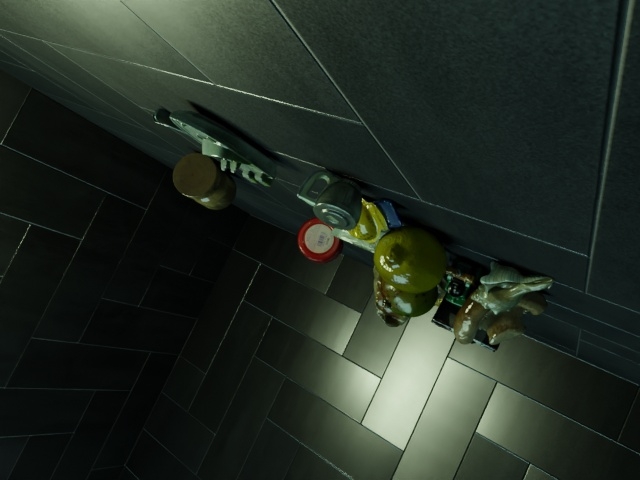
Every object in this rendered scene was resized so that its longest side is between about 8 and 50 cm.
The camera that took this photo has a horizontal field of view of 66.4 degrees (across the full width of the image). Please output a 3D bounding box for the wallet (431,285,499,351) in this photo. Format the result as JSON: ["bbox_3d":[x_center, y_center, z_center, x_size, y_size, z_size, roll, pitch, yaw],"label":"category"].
[{"bbox_3d":[0.509,0.228,1.611,0.221,0.262,0.071,26,135,18],"label":"wallet"}]

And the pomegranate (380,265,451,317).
[{"bbox_3d":[0.308,0.138,1.576,0.198,0.246,0.198,45,-153,-31],"label":"pomegranate"}]

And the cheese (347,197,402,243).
[{"bbox_3d":[0.122,-0.060,1.264,0.250,0.064,0.156,0,121,60],"label":"cheese"}]

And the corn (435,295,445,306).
[{"bbox_3d":[0.495,0.208,2.047,0.387,0.144,0.144,21,174,25],"label":"corn"}]

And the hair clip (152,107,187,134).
[{"bbox_3d":[-0.381,-0.317,1.442,0.229,0.039,0.070,26,175,-23],"label":"hair clip"}]

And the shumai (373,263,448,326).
[{"bbox_3d":[0.281,0.173,1.824,0.314,0.262,0.267,35,169,39],"label":"shumai"}]

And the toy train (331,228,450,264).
[{"bbox_3d":[0.204,0.005,1.541,0.407,0.088,0.086,23,-165,35],"label":"toy train"}]

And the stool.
[{"bbox_3d":[-0.470,-0.237,2.018,0.179,0.179,0.264,25,176,10],"label":"stool"}]

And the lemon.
[{"bbox_3d":[0.246,0.052,1.310,0.184,0.184,0.248,22,178,40],"label":"lemon"}]

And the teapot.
[{"bbox_3d":[0.034,-0.097,1.160,0.149,0.108,0.111,16,155,20],"label":"teapot"}]

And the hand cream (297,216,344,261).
[{"bbox_3d":[0.000,0.000,2.059,0.193,0.193,0.125,25,177,10],"label":"hand cream"}]

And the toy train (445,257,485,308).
[{"bbox_3d":[0.434,0.136,1.499,0.091,0.136,0.228,24,177,27],"label":"toy train"}]

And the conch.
[{"bbox_3d":[0.468,0.109,1.262,0.137,0.114,0.234,16,141,-4],"label":"conch"}]

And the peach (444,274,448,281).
[{"bbox_3d":[0.463,0.129,1.847,0.077,0.050,0.083,30,178,-31],"label":"peach"}]

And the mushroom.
[{"bbox_3d":[0.492,0.198,1.417,0.151,0.286,0.156,40,-149,-32],"label":"mushroom"}]

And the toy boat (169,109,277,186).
[{"bbox_3d":[-0.251,-0.239,1.258,0.141,0.092,0.319,19,171,46],"label":"toy boat"}]
